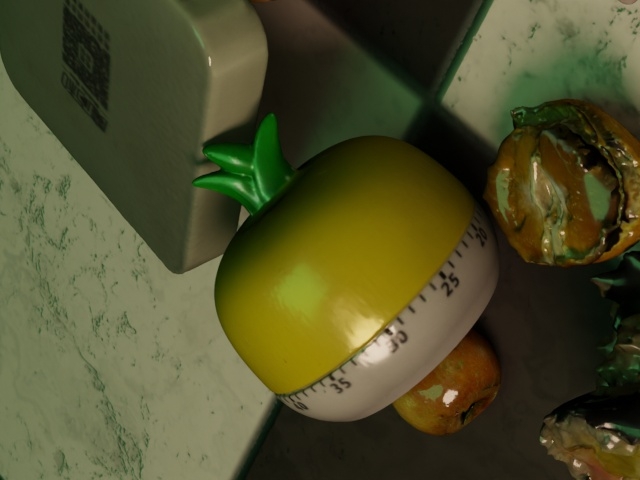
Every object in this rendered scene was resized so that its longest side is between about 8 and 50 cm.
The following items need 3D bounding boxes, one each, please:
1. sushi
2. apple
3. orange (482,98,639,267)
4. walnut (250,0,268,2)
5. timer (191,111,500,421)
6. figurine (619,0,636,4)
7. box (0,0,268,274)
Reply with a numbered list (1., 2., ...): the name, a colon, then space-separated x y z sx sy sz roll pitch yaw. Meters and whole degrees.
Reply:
1. sushi: 0.310 0.124 1.056 0.238 0.219 0.225 17 156 9
2. apple: 0.117 0.132 1.288 0.102 0.099 0.114 48 134 23
3. orange: 0.221 -0.047 1.119 0.160 0.112 0.170 114 148 -46
4. walnut: -0.063 -0.336 1.227 0.226 0.193 0.193 56 133 15
5. timer: 0.000 0.000 1.200 0.285 0.285 0.285 16 116 38
6. figurine: 0.247 -0.257 1.026 0.229 0.112 0.137 42 122 41
7. box: -0.200 -0.191 1.320 0.367 0.090 0.373 49 151 22
